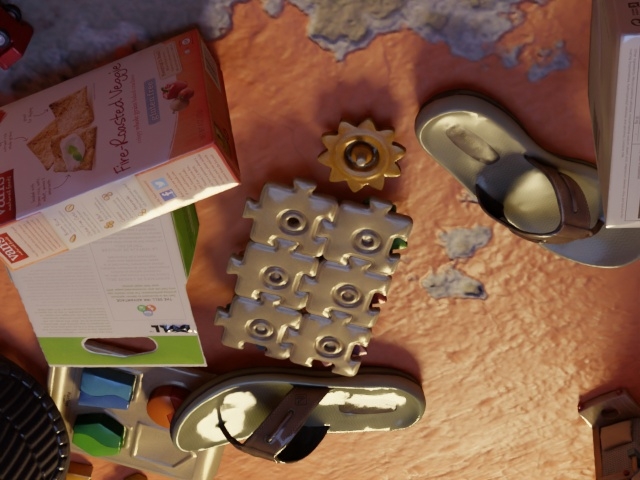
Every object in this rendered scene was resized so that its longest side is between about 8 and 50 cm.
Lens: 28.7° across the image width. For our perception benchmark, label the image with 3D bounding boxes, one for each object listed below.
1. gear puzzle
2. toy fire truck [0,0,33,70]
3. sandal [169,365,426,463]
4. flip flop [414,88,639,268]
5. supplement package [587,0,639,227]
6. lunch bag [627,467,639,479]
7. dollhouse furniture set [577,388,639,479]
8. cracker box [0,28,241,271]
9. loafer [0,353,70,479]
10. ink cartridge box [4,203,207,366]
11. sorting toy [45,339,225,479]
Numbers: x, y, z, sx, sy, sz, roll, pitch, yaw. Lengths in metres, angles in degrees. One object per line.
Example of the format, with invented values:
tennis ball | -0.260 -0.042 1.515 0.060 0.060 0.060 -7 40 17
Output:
gear puzzle | 0.000 0.000 1.310 0.176 0.044 0.339 14 129 -5
toy fire truck | -0.346 -0.183 1.170 0.135 0.047 0.192 -29 123 28
sandal | -0.027 0.209 1.451 0.303 0.086 0.120 -6 138 2
flip flop | 0.206 -0.045 1.214 0.277 0.080 0.112 34 127 -23
supplement package | 0.362 -0.147 1.024 0.263 0.199 0.198 -1 132 7
lunch bag | 0.344 0.400 1.320 0.115 0.243 0.303 11 132 -3
dollhouse furniture set | 0.404 0.238 1.418 0.184 0.129 0.129 -28 124 29
cracker box | -0.197 -0.084 1.141 0.232 0.155 0.067 -21 139 9
loafer | -0.440 0.174 1.471 0.130 0.134 0.366 -9 125 49
ink cartridge box | -0.223 0.017 1.309 0.189 0.097 0.255 -1 134 7
sorting toy | -0.235 0.252 1.558 0.229 0.041 0.307 13 132 -5
